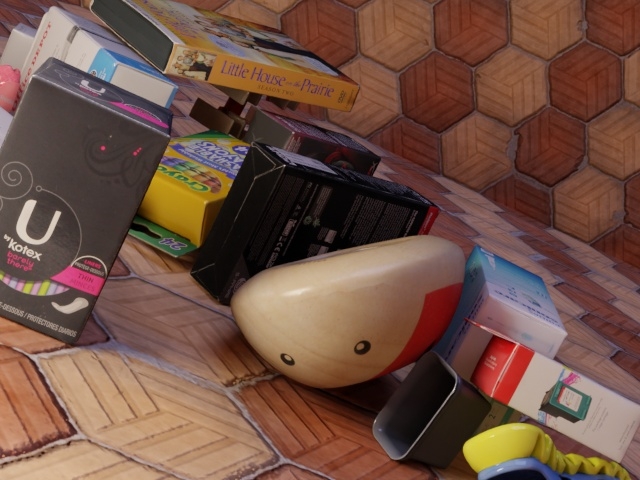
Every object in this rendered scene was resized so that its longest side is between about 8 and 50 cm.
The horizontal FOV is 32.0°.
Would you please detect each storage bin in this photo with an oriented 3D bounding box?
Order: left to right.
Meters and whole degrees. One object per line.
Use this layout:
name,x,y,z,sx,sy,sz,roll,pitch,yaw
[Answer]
storage bin,0.145,0.221,1.421,0.091,0.135,0.098,31,8,-34

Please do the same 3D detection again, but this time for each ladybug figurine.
ladybug figurine,0.051,0.093,1.501,0.305,0.162,0.449,-12,1,20

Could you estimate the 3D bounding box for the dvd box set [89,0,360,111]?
dvd box set,-0.172,-0.351,2.041,0.420,0.062,0.307,6,25,-41

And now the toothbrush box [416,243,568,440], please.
toothbrush box,0.240,0.156,1.638,0.126,0.216,0.295,26,13,-1

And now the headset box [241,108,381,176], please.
headset box,-0.054,-0.106,2.062,0.110,0.218,0.293,37,16,37

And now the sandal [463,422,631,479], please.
sandal,0.286,0.326,1.356,0.317,0.126,0.138,24,49,-41

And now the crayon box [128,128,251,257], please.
crayon box,-0.196,-0.085,1.785,0.203,0.083,0.323,24,27,26

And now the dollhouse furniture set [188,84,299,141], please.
dollhouse furniture set,-0.184,-0.236,2.218,0.135,0.259,0.262,33,14,15

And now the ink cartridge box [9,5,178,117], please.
ink cartridge box,-0.396,-0.235,1.892,0.129,0.223,0.307,16,17,-40

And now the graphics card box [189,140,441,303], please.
graphics card box,0.000,0.000,1.736,0.371,0.233,0.094,11,22,-47

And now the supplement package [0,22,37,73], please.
supplement package,-0.563,-0.361,2.309,0.179,0.105,0.105,23,14,-14

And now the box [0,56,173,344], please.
box,-0.295,-0.048,1.276,0.165,0.270,0.143,23,13,-12

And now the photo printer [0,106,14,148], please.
photo printer,-0.474,-0.119,1.476,0.256,0.107,0.307,39,10,-13

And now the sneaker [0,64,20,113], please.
sneaker,-0.618,-0.294,1.866,0.313,0.136,0.116,32,4,19

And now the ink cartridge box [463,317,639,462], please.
ink cartridge box,0.277,0.185,1.416,0.231,0.078,0.134,28,-1,-3
